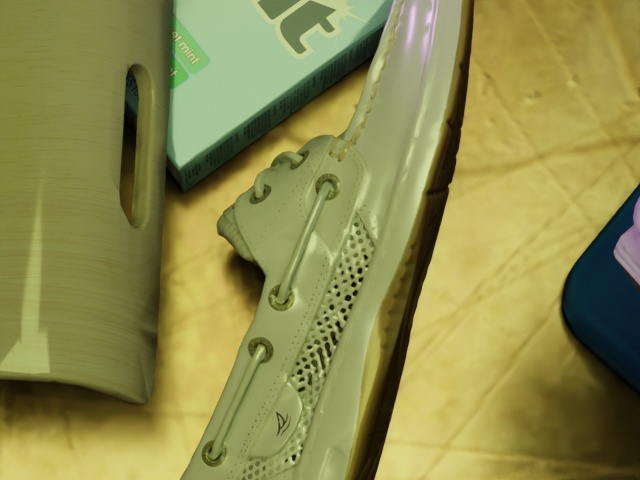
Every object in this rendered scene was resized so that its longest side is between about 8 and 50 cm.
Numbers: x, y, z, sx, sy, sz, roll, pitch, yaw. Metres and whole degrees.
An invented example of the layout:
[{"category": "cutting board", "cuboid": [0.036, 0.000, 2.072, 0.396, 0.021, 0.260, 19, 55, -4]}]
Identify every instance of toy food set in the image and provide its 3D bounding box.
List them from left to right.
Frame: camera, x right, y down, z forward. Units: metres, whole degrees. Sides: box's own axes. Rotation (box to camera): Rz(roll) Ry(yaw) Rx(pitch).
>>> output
[{"category": "toy food set", "cuboid": [-0.220, -0.037, 0.729, 0.306, 0.092, 0.219, 0, 71, 5]}]

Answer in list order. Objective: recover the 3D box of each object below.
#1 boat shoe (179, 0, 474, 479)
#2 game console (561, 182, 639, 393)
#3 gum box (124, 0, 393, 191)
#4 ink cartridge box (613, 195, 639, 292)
[{"category": "boat shoe", "cuboid": [0.000, 0.000, 0.728, 0.096, 0.098, 0.277, 15, 82, 10]}, {"category": "game console", "cuboid": [0.305, 0.010, 0.731, 0.250, 0.173, 0.293, 34, 100, -24]}, {"category": "gum box", "cuboid": [-0.039, -0.140, 0.791, 0.184, 0.041, 0.157, -36, 80, -10]}, {"category": "ink cartridge box", "cuboid": [0.337, 0.073, 0.573, 0.285, 0.166, 0.395, -40, 111, 6]}]
